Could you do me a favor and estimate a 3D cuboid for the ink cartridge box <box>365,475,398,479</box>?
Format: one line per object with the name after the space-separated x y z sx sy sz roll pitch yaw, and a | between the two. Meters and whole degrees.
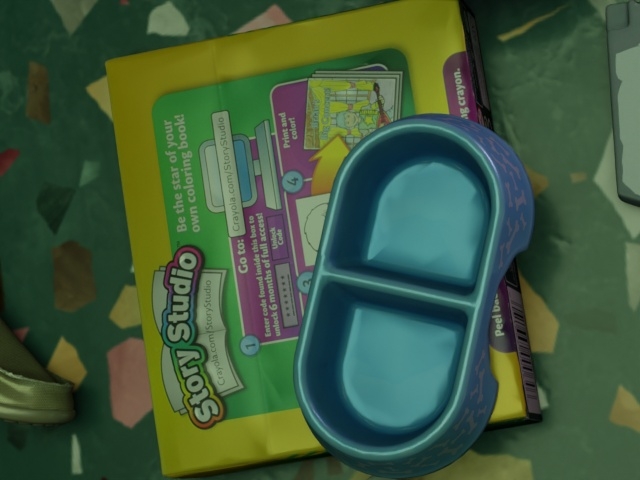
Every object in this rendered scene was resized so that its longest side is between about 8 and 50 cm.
0.013 0.302 1.497 0.208 0.087 0.153 -31 74 -31 | ink cartridge box

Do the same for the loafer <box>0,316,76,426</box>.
-0.324 0.077 1.651 0.268 0.102 0.092 28 96 15 | loafer

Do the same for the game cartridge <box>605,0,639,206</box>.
0.386 -0.113 1.530 0.294 0.060 0.196 -4 78 15 | game cartridge

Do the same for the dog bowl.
0.067 0.041 1.468 0.166 0.074 0.297 12 88 14 | dog bowl

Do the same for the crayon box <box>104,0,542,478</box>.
0.000 0.000 1.583 0.313 0.106 0.363 -10 81 13 | crayon box
